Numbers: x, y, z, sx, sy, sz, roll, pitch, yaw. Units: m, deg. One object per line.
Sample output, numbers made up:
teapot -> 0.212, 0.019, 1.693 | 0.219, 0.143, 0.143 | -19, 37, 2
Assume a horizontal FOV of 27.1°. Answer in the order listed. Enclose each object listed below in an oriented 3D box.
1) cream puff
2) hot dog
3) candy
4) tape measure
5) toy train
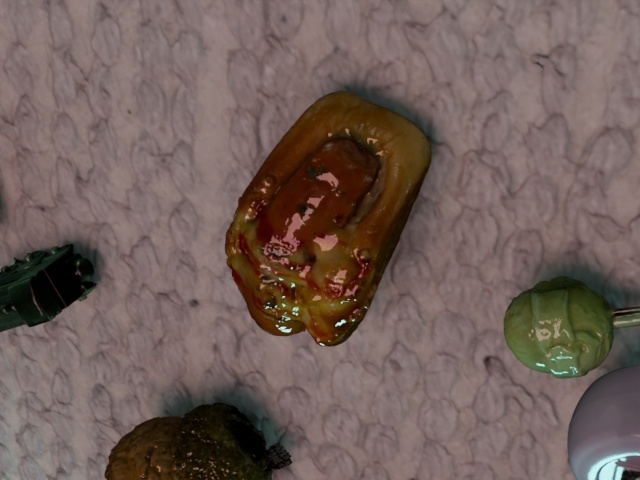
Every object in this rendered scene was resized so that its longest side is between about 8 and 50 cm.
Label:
cream puff -> -0.121, 0.257, 1.476 | 0.169, 0.183, 0.183 | -39, 96, 16
hot dog -> 0.000, 0.000, 1.215 | 0.150, 0.153, 0.256 | 30, 131, 11
candy -> 0.318, 0.059, 1.128 | 0.335, 0.092, 0.093 | -10, 98, 26
tape measure -> 0.304, 0.193, 1.157 | 0.178, 0.105, 0.196 | 7, 145, 21
toy train -> -0.329, 0.060, 1.485 | 0.170, 0.111, 0.071 | -18, 105, 38
